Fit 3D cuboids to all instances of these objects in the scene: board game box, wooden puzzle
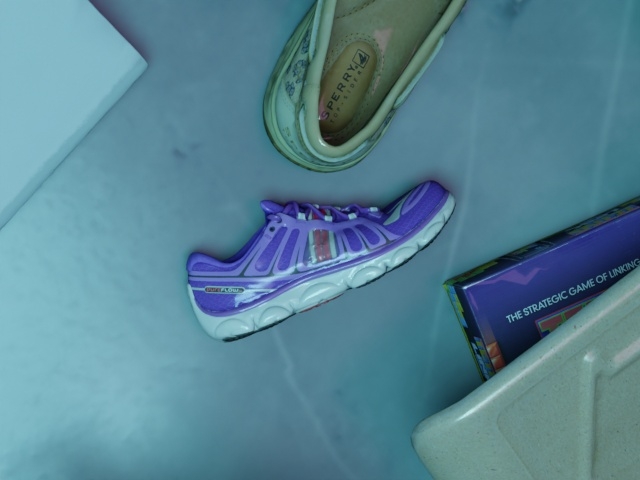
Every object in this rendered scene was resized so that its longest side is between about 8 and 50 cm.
[{"bbox_3d":[0.181,0.058,1.075,0.170,0.048,0.141,-24,98,-9],"label":"board game box"},{"bbox_3d":[0.263,0.115,1.037,0.348,0.080,0.322,-35,117,2],"label":"wooden puzzle"}]

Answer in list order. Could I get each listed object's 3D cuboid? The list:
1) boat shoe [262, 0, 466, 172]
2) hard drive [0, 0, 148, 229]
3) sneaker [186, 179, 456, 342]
[{"bbox_3d":[0.057,-0.171,1.019,0.105,0.089,0.285,22,88,-11],"label":"boat shoe"},{"bbox_3d":[-0.262,-0.051,0.945,0.307,0.040,0.203,-49,126,-7],"label":"hard drive"},{"bbox_3d":[0.000,0.000,1.029,0.170,0.068,0.071,-23,91,-9],"label":"sneaker"}]
